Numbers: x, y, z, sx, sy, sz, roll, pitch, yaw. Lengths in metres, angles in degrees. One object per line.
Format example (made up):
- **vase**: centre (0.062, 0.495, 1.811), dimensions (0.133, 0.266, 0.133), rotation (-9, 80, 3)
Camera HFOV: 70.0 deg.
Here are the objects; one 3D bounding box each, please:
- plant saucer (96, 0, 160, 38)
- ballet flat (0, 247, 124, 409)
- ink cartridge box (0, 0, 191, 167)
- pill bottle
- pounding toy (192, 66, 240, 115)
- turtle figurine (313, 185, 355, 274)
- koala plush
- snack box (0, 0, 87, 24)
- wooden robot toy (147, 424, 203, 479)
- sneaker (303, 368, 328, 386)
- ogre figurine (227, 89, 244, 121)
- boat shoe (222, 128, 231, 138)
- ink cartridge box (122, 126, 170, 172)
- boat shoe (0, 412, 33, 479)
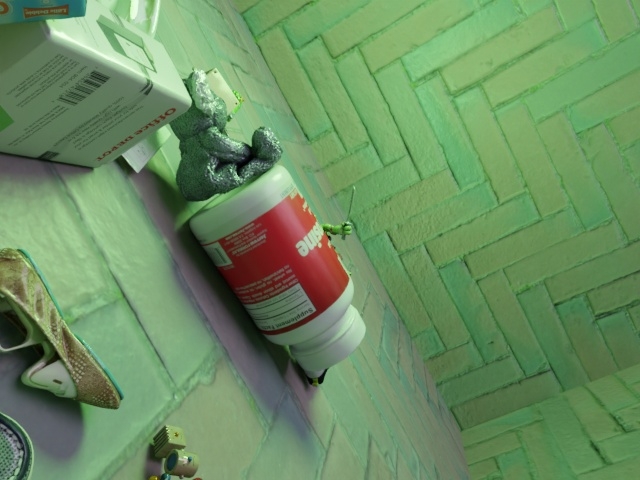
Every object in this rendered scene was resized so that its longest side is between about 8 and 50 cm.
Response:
- **plant saucer**: centre (-0.423, -0.567, 0.918), dimensions (0.400, 0.100, 0.400), rotation (-173, -90, -85)
- **ballet flat**: centre (-0.287, 0.107, 0.471), dimensions (0.206, 0.073, 0.067), rotation (58, 41, -8)
- **ink cartridge box**: centre (-0.329, -0.201, 0.586), dimensions (0.115, 0.198, 0.273), rotation (63, 13, 4)
- **pill bottle**: centre (-0.073, 0.067, 0.971), dimensions (0.408, 0.229, 0.229), rotation (59, 14, -17)
- **pounding toy**: centre (-0.303, -0.400, 1.233), dimensions (0.100, 0.141, 0.130), rotation (-52, 124, -27)
- **turtle figurine**: centre (0.000, 0.000, 1.472), dimensions (0.198, 0.274, 0.266), rotation (-4, 67, -38)
- **koala plush**: centre (-0.225, -0.210, 0.885), dimensions (0.203, 0.196, 0.221), rotation (-44, 122, -35)
- **snack box**: centre (-0.380, -0.251, 0.347), dimensions (0.322, 0.060, 0.187), rotation (-25, 86, -32)
- **wooden robot toy**: centre (-0.179, 0.282, 0.503), dimensions (0.079, 0.076, 0.173), rotation (37, 26, -38)
- **sneaker**: centre (-0.015, 0.282, 1.160), dimensions (0.235, 0.084, 0.097), rotation (-71, 156, -71)
- **ogre figurine**: centre (-0.300, -0.430, 1.393), dimensions (0.118, 0.097, 0.197), rotation (39, 6, -19)
- **boat shoe**: centre (-0.202, -0.179, 1.198), dimensions (0.335, 0.119, 0.121), rotation (63, 13, 2)
- **ink cartridge box**: centre (-0.364, -0.213, 0.850), dimensions (0.145, 0.045, 0.179), rotation (56, 24, -29)
- **boat shoe**: centre (-0.282, 0.105, 0.250), dimensions (0.340, 0.158, 0.127), rotation (44, 23, -54)
